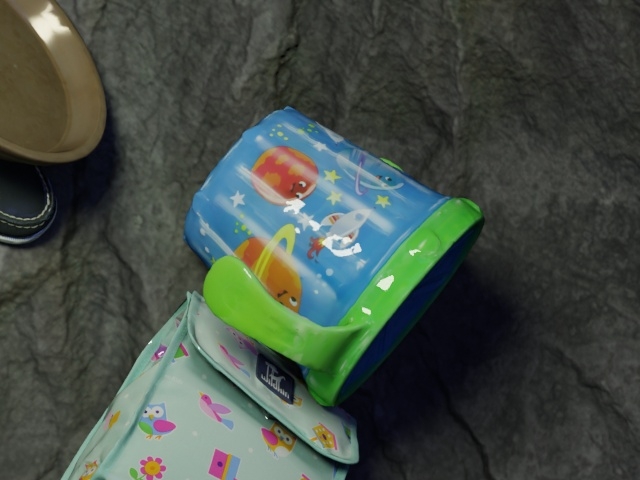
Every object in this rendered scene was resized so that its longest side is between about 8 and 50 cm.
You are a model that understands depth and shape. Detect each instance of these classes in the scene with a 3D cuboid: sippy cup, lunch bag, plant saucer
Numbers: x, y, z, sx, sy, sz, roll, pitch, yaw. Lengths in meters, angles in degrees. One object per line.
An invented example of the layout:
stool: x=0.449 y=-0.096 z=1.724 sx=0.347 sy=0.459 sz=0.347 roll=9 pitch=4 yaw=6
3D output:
sippy cup: x=0.000 y=0.000 z=1.749 sx=0.224 sy=0.305 sz=0.240 roll=39 pitch=85 yaw=10
lunch bag: x=-0.092 y=0.197 z=1.711 sx=0.223 sy=0.160 sz=0.262 roll=38 pitch=51 yaw=-10
plant saucer: x=-0.309 y=-0.176 z=1.664 sx=0.278 sy=0.041 sz=0.278 roll=38 pitch=29 yaw=-26

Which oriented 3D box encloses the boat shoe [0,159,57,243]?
boat shoe: x=-0.353 y=-0.115 z=1.676 sx=0.302 sy=0.091 sz=0.114 roll=41 pitch=66 yaw=-14
